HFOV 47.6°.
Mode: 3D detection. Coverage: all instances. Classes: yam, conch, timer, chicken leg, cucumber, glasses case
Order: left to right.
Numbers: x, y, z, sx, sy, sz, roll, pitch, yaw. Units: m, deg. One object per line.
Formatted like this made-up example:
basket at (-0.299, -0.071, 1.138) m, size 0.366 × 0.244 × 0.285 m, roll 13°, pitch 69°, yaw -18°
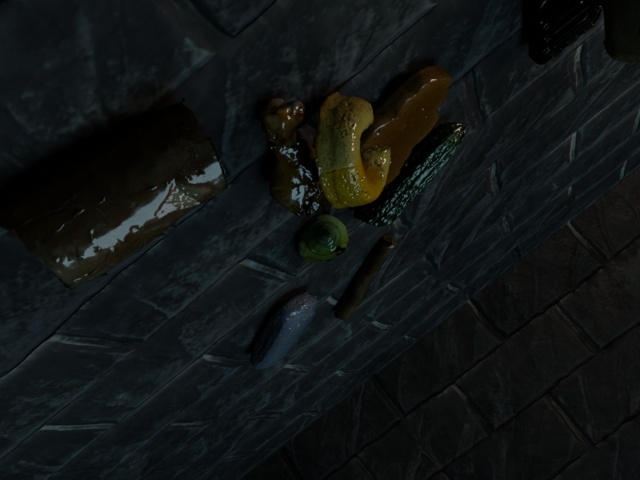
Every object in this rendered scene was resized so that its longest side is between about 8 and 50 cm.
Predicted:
yam at (-0.223, -0.047, 0.803) m, size 0.238 × 0.128 × 0.129 m, roll -33°, pitch 160°, yaw -10°
glasses case at (-0.085, 0.212, 1.668) m, size 0.109 × 0.067 × 0.282 m, roll -24°, pitch 155°, yaw -38°
chicken leg at (-0.037, -0.118, 1.032) m, size 0.251 × 0.087 × 0.107 m, roll 70°, pitch 42°, yaw -62°
conch at (0.003, 0.002, 1.363) m, size 0.095 × 0.079 × 0.201 m, roll -9°, pitch 160°, yaw -16°
yam at (0.107, 0.099, 1.766) m, size 0.045 × 0.045 × 0.327 m, roll -49°, pitch 172°, yaw -42°
cucumber at (0.168, -0.123, 1.358) m, size 0.077 × 0.077 × 0.265 m, roll -5°, pitch 140°, yaw -55°
timer at (0.400, -0.385, 1.195) m, size 0.144 × 0.055 × 0.187 m, roll -39°, pitch 155°, yaw -1°

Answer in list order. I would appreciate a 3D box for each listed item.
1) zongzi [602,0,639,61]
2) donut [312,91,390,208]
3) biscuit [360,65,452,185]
zongzi at (0.431, -0.398, 1.011) m, size 0.300 × 0.145 × 0.273 m, roll -4°, pitch 107°, yaw -43°
donut at (0.045, -0.116, 1.036) m, size 0.181 × 0.078 × 0.146 m, roll 65°, pitch 36°, yaw -55°
biscuit at (0.113, -0.172, 1.200) m, size 0.186 × 0.044 × 0.295 m, roll -20°, pitch 155°, yaw -45°
